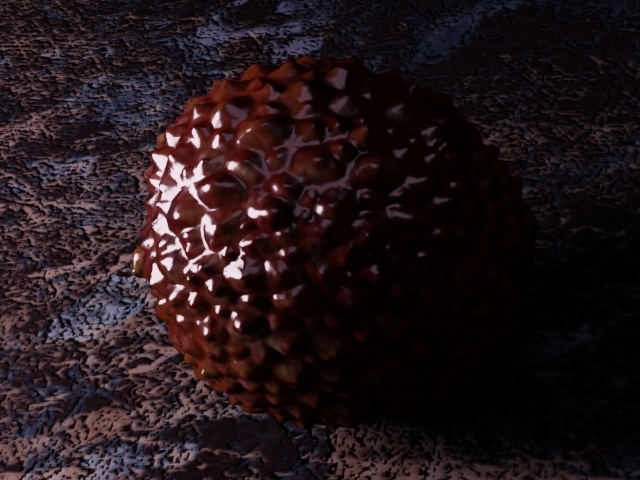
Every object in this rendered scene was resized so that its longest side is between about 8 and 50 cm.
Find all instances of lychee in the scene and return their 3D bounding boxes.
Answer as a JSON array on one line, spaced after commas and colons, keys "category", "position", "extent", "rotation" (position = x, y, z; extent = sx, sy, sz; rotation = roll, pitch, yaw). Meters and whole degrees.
[{"category": "lychee", "position": [0.000, 0.000, 1.114], "extent": [0.300, 0.264, 0.264], "rotation": [-3, 39, 22]}]
